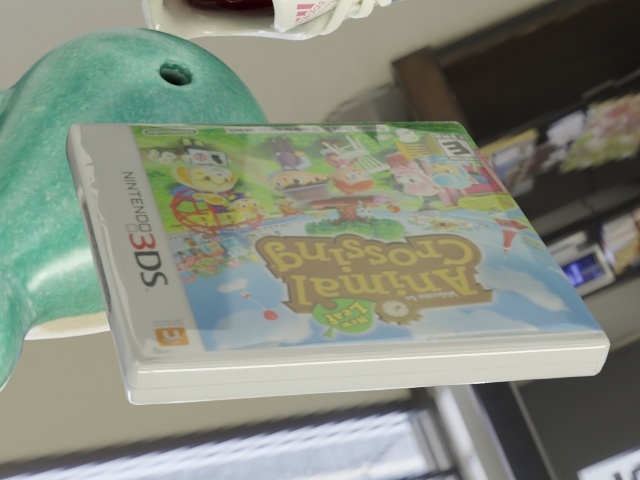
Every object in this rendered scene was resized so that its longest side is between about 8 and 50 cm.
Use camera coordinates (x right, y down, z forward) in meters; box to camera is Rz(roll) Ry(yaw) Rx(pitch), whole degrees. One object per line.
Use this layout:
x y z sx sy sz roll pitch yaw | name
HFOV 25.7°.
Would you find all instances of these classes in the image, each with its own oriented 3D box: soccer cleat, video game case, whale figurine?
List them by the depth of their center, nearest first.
0.000 0.000 0.655 0.212 0.193 0.023 -2 125 -18 | video game case
-0.130 -0.025 0.775 0.272 0.216 0.141 -39 165 -49 | whale figurine
0.036 -0.188 0.926 0.331 0.143 0.116 -10 124 16 | soccer cleat
